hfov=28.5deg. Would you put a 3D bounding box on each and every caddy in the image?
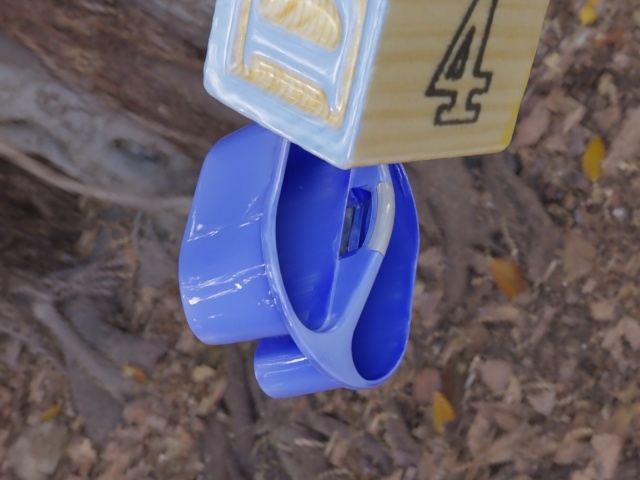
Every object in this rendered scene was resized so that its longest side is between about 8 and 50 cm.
[{"bbox_3d":[0.000,0.000,1.307,0.179,0.241,0.341,-18,45,31],"label":"caddy"}]

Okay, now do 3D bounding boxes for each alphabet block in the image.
[{"bbox_3d":[0.048,-0.183,1.023,0.192,0.197,0.193,33,120,38],"label":"alphabet block"}]
